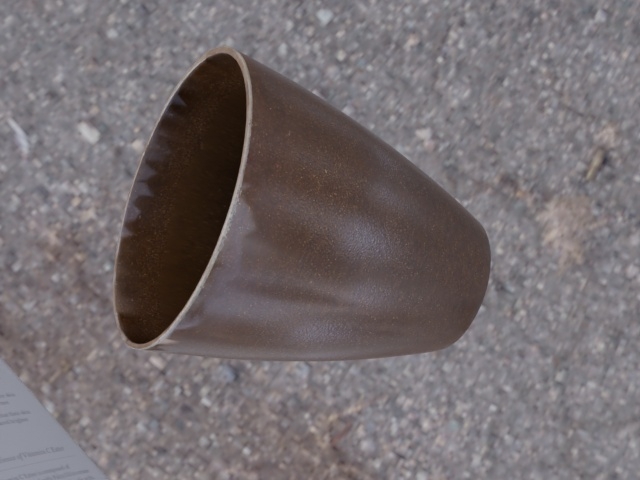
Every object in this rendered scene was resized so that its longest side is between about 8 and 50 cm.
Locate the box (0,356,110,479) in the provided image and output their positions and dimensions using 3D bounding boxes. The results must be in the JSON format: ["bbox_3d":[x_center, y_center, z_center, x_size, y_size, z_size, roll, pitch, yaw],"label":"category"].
[{"bbox_3d":[-0.334,0.206,1.039,0.345,0.215,0.168,44,106,19],"label":"box"}]

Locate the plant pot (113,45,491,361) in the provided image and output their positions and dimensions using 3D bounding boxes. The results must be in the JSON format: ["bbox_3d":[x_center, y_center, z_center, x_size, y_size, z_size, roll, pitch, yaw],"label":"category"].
[{"bbox_3d":[0.000,0.000,0.908,0.230,0.215,0.215,17,141,-25],"label":"plant pot"}]
